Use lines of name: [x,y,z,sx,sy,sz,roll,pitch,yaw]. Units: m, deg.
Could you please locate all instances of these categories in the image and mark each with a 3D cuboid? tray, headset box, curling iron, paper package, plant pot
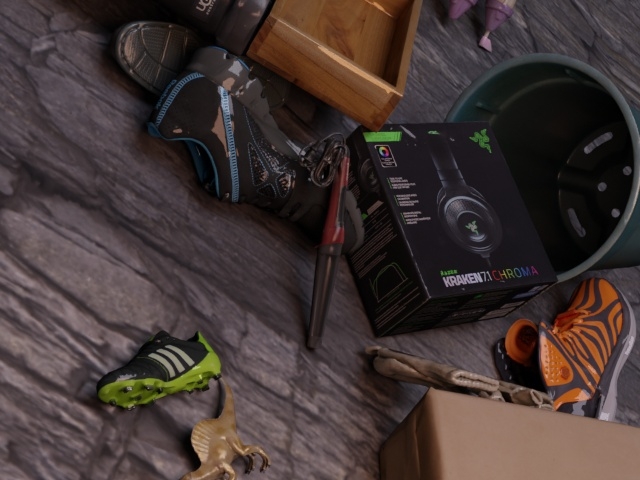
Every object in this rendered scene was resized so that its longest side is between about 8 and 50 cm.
tray: [0.031,-0.313,1.748,0.203,0.076,0.411,30,31,-9]
headset box: [0.157,-0.030,1.698,0.246,0.131,0.283,-5,65,-36]
curling iron: [0.000,0.000,1.532,0.068,0.035,0.273,1,98,-22]
paper package: [0.245,0.361,1.455,0.325,0.168,0.309,13,53,-18]
plant pot: [0.403,-0.089,1.891,0.334,0.341,0.341,7,58,-52]

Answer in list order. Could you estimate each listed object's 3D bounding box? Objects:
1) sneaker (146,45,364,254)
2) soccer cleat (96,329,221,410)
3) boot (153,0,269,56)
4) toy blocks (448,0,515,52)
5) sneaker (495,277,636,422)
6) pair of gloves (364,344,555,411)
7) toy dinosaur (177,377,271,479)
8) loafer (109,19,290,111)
sneaker: [-0.081,-0.085,1.566,0.341,0.125,0.139,46,73,-23]
soccer cleat: [-0.183,0.138,1.334,0.179,0.060,0.072,-4,57,-53]
boot: [-0.263,-0.429,1.588,0.445,0.146,0.367,27,17,-9]
toy blocks: [0.280,-0.499,2.097,0.289,0.309,0.260,28,88,-39]
sneaker: [0.365,0.144,1.821,0.180,0.125,0.321,39,42,-20]
pair of gloves: [0.186,0.187,1.577,0.240,0.204,0.042,20,84,-38]
toy dinosaur: [-0.102,0.226,1.351,0.093,0.053,0.183,39,42,-16]
loafer: [-0.166,-0.224,1.598,0.268,0.084,0.096,13,97,-38]
